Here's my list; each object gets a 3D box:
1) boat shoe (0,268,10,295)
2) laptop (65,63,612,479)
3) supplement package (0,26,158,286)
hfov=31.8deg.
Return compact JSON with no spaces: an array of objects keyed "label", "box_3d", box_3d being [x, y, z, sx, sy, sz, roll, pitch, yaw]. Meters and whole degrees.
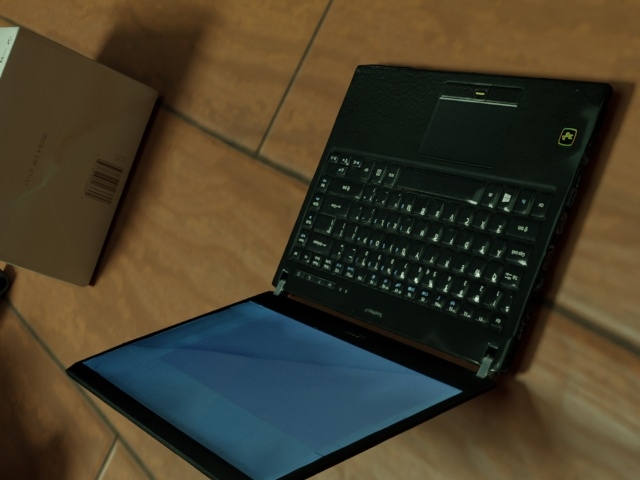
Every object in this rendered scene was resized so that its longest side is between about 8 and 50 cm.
[{"label":"boat shoe","box_3d":[-0.378,0.060,1.122,0.040,0.142,0.049,21,131,44]},{"label":"laptop","box_3d":[0.000,0.000,0.650,0.234,0.136,0.264,18,85,54]},{"label":"supplement package","box_3d":[-0.286,-0.081,1.052,0.203,0.149,0.194,14,83,54]}]
